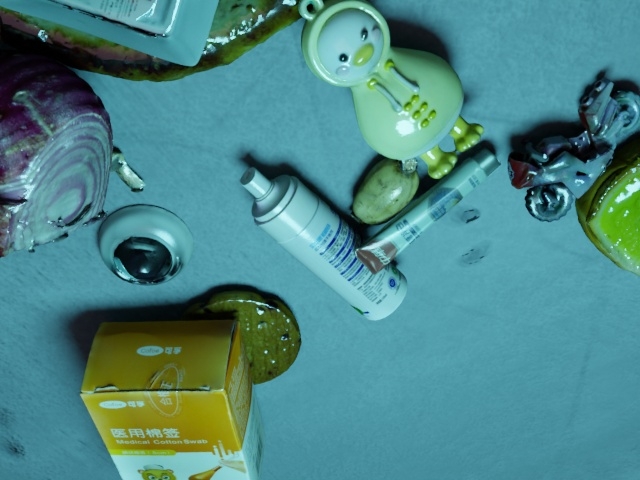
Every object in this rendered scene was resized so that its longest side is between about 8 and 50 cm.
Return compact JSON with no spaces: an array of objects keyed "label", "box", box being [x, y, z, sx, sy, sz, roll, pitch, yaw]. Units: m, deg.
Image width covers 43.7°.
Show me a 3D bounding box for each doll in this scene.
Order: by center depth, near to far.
[{"label":"doll","box":[0.080,-0.193,0.980,0.141,0.117,0.296,-46,127,12]}]

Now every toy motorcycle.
[{"label":"toy motorcycle","box":[0.339,-0.129,1.091,0.122,0.082,0.213,29,108,-22]}]

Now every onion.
[{"label":"onion","box":[-0.379,-0.114,0.963,0.256,0.272,0.230,1,116,2]}]

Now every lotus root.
[{"label":"lotus root","box":[0.095,-0.071,1.125,0.072,0.063,0.152,28,125,-11]}]

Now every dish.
[{"label":"dish","box":[-0.225,-0.286,0.849,0.243,0.080,0.181,15,123,-16]},{"label":"dish","box":[-0.259,0.027,1.165,0.141,0.078,0.141,-2,128,-2]}]

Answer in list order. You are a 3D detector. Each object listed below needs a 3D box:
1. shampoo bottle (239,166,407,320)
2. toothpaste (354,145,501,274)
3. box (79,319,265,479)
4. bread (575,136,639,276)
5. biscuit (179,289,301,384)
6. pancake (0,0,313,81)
[{"label":"shampoo bottle","box":[0.000,0.000,1.153,0.092,0.092,0.303,-37,121,22]},{"label":"toothpaste","box":[0.151,-0.043,1.126,0.239,0.039,0.062,-40,128,5]},{"label":"box","box":[-0.223,0.284,1.289,0.225,0.143,0.341,-2,132,5]},{"label":"bread","box":[0.492,-0.046,1.145,0.236,0.070,0.236,3,125,4]},{"label":"biscuit","box":[-0.132,0.162,1.301,0.212,0.036,0.212,-2,130,-2]},{"label":"pancake","box":[-0.179,-0.313,0.906,0.427,0.066,0.304,3,133,-6]}]
